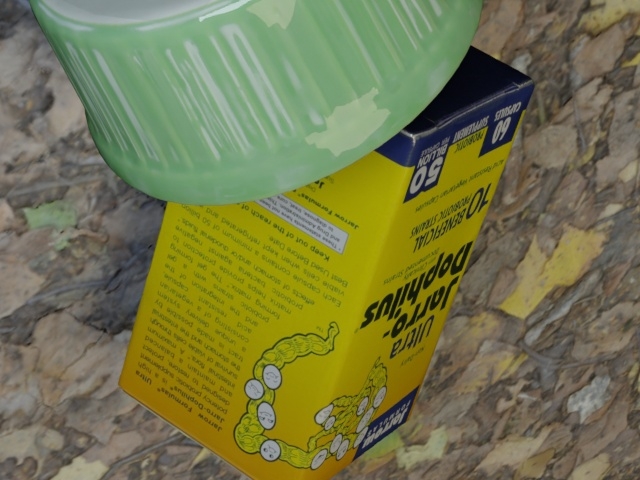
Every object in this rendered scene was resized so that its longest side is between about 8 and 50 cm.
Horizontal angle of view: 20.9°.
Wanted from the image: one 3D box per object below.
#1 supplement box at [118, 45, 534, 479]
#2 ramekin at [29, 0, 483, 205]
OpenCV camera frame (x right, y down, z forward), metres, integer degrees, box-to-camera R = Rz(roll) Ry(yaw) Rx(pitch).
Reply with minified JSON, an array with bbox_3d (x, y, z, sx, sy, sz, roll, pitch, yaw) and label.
[{"bbox_3d":[0.000,0.000,1.424,0.194,0.195,0.357,-28,143,-51],"label":"supplement box"},{"bbox_3d":[-0.054,-0.184,1.193,0.303,0.303,0.148,-36,132,-7],"label":"ramekin"}]
